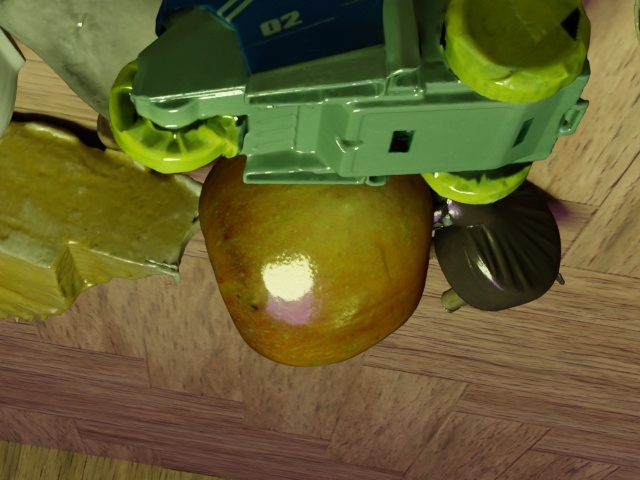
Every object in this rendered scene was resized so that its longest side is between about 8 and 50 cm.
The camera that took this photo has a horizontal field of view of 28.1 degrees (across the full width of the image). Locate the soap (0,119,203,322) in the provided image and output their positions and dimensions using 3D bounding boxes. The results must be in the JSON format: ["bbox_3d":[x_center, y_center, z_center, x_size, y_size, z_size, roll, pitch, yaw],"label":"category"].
[{"bbox_3d":[-0.268,0.012,1.393,0.304,0.169,0.339,19,158,1],"label":"soap"}]

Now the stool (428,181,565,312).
[{"bbox_3d":[0.146,-0.007,1.250,0.217,0.125,0.121,35,149,-30],"label":"stool"}]

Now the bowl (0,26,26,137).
[{"bbox_3d":[-0.301,-0.160,1.054,0.086,0.189,0.189,-35,153,-4],"label":"bowl"}]

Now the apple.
[{"bbox_3d":[0.000,0.000,1.183,0.207,0.237,0.237,-16,158,-5],"label":"apple"}]

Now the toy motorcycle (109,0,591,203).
[{"bbox_3d":[0.017,-0.144,0.897,0.326,0.200,0.191,-1,158,-5],"label":"toy motorcycle"}]

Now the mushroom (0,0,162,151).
[{"bbox_3d":[-0.157,-0.165,0.981,0.159,0.122,0.329,12,160,17],"label":"mushroom"}]

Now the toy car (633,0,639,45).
[{"bbox_3d":[0.305,-0.129,0.821,0.235,0.235,0.145,0,-161,22],"label":"toy car"}]
